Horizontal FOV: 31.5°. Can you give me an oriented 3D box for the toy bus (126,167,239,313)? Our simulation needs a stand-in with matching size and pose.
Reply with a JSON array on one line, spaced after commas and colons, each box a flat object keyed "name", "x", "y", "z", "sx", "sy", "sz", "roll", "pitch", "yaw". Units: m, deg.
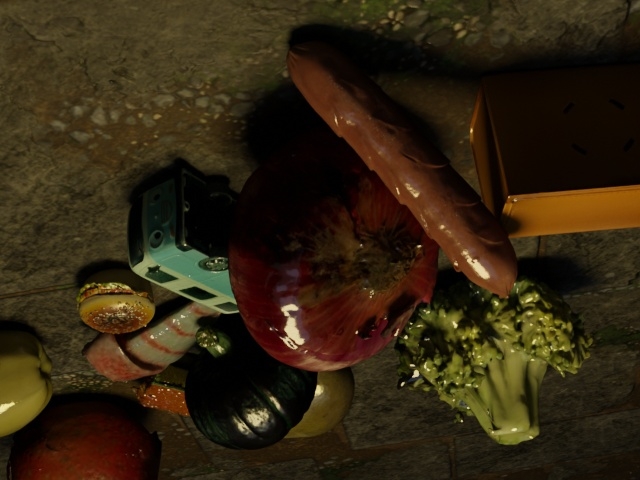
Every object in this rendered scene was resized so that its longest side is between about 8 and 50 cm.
[{"name": "toy bus", "x": -0.170, "y": 0.014, "z": 1.685, "sx": 0.165, "sy": 0.133, "sz": 0.271, "roll": -20, "pitch": 150, "yaw": 28}]

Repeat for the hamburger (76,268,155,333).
[{"name": "hamburger", "x": -0.331, "y": 0.102, "z": 1.842, "sx": 0.126, "sy": 0.081, "sz": 0.141, "roll": 1, "pitch": 142, "yaw": -11}]

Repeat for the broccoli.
[{"name": "broccoli", "x": 0.305, "y": 0.220, "z": 1.998, "sx": 0.348, "sy": 0.281, "sz": 0.293, "roll": -5, "pitch": 149, "yaw": -3}]

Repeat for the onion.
[{"name": "onion", "x": 0.000, "y": 0.000, "z": 1.580, "sx": 0.347, "sy": 0.347, "sz": 0.285, "roll": 22, "pitch": -179, "yaw": -41}]

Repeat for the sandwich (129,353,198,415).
[{"name": "sandwich", "x": -0.256, "y": 0.281, "z": 2.191, "sx": 0.235, "sy": 0.079, "sz": 0.159, "roll": 25, "pitch": 147, "yaw": -38}]

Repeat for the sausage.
[{"name": "sausage", "x": 0.115, "y": -0.089, "z": 1.436, "sx": 0.088, "sy": 0.088, "sz": 0.433, "roll": -33, "pitch": 106, "yaw": 37}]

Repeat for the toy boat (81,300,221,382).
[{"name": "toy boat", "x": -0.254, "y": 0.150, "z": 1.973, "sx": 0.282, "sy": 0.096, "sz": 0.206, "roll": -34, "pitch": 149, "yaw": 17}]

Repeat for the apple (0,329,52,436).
[{"name": "apple", "x": -0.558, "y": 0.245, "z": 1.943, "sx": 0.200, "sy": 0.200, "sz": 0.200, "roll": -6, "pitch": 150, "yaw": -3}]

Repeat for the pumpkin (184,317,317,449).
[{"name": "pumpkin", "x": -0.136, "y": 0.228, "z": 1.984, "sx": 0.248, "sy": 0.248, "sz": 0.248, "roll": -6, "pitch": 150, "yaw": -3}]

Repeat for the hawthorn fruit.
[{"name": "hawthorn fruit", "x": -0.455, "y": 0.456, "z": 2.243, "sx": 0.316, "sy": 0.316, "sz": 0.316, "roll": -6, "pitch": 150, "yaw": -3}]

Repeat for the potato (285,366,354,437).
[{"name": "potato", "x": -0.025, "y": 0.291, "z": 2.175, "sx": 0.174, "sy": 0.159, "sz": 0.251, "roll": -15, "pitch": 150, "yaw": -38}]

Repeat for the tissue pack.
[{"name": "tissue pack", "x": 0.354, "y": -0.118, "z": 1.523, "sx": 0.274, "sy": 0.194, "sz": 0.145, "roll": -4, "pitch": 154, "yaw": -5}]
